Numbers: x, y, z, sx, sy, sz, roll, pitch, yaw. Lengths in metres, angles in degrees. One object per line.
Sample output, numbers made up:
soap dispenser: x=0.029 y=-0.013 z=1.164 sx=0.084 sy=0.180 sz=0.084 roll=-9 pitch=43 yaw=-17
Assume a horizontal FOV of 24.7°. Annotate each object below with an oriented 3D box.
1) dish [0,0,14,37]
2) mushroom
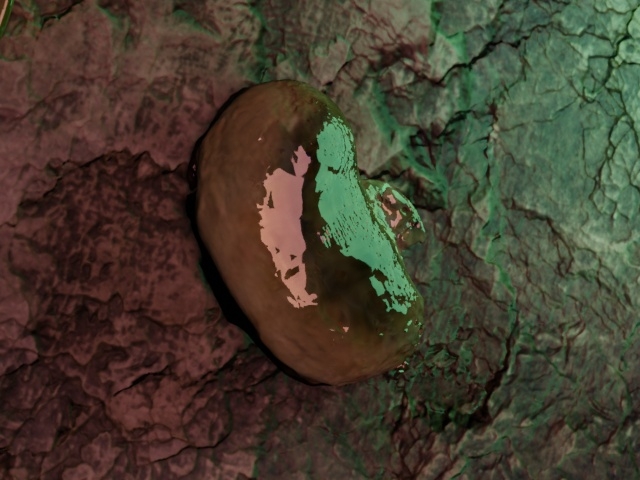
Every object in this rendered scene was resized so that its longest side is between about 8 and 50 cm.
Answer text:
dish: x=-0.434 y=-0.258 z=1.314 sx=0.324 sy=0.124 sz=0.324 roll=-29 pitch=130 yaw=-42
mushroom: x=0.000 y=-0.001 z=1.533 sx=0.247 sy=0.130 sz=0.344 roll=-18 pitch=100 yaw=-16
